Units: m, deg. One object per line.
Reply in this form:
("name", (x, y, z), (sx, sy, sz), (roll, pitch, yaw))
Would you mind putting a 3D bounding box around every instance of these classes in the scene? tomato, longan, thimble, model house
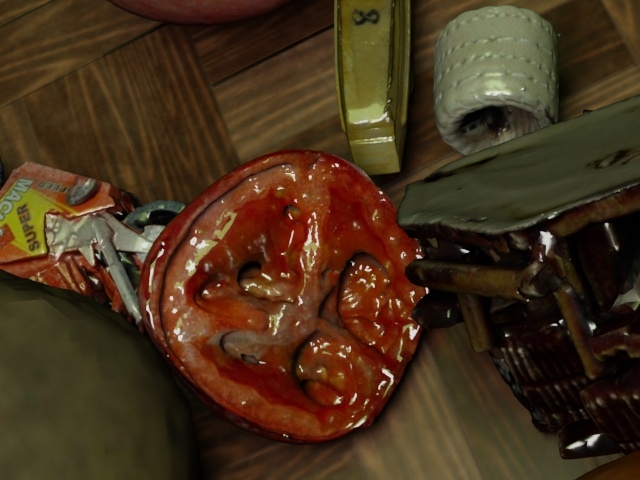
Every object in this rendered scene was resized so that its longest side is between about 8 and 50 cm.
("tomato", (-0.033, 0.049, 1.297), (0.227, 0.101, 0.228), (2, 83, -16))
("longan", (-0.312, 0.207, 1.197), (0.435, 0.404, 0.404), (8, 68, -7))
("thimble", (0.141, -0.122, 1.322), (0.102, 0.115, 0.090), (-7, 65, 18))
("model house", (0.209, 0.074, 1.133), (0.317, 0.297, 0.283), (-19, 104, 30))

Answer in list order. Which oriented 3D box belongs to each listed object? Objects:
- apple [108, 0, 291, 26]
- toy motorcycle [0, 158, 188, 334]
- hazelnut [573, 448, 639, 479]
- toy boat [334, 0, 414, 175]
("apple", (-0.112, -0.355, 1.394), (0.344, 0.269, 0.345), (-23, 47, 27))
("toy motorcycle", (-0.228, 0.015, 1.400), (0.298, 0.089, 0.171), (17, 75, 23))
("hazelnut", (0.283, 0.299, 0.935), (0.402, 0.402, 0.429), (-40, 67, -1))
("toy boat", (0.048, -0.158, 1.383), (0.068, 0.088, 0.226), (-5, 68, 11))
